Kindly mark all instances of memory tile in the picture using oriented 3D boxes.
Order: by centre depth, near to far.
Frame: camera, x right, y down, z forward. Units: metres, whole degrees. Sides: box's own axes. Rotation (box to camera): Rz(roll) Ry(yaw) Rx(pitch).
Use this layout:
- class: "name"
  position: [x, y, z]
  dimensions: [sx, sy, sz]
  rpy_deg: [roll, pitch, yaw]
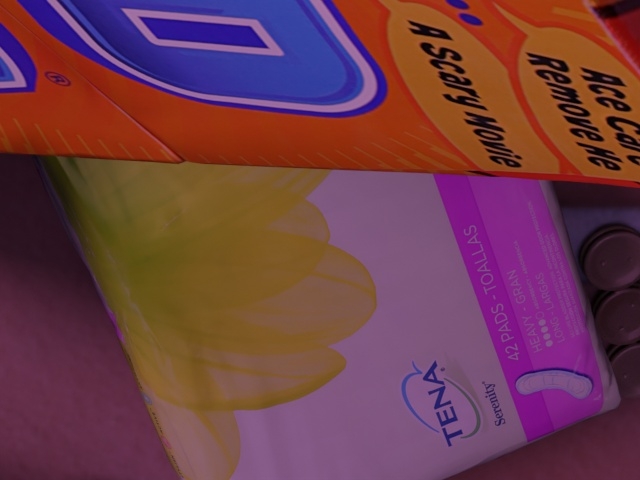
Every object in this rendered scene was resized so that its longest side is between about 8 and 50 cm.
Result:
- class: "memory tile"
  position: [0.219, 0.022, 1.062]
  dimensions: [0.148, 0.012, 0.113]
  rpy_deg: [-18, 121, -1]

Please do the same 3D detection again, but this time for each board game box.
- class: "board game box"
  position: [-0.071, -0.258, 0.501]
  dimensions: [0.356, 0.356, 0.356]
  rpy_deg: [42, 61, -47]

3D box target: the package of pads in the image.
- class: "package of pads"
  position: [0.000, 0.000, 0.952]
  dimensions: [0.229, 0.101, 0.296]
  rpy_deg: [-22, 120, 0]
